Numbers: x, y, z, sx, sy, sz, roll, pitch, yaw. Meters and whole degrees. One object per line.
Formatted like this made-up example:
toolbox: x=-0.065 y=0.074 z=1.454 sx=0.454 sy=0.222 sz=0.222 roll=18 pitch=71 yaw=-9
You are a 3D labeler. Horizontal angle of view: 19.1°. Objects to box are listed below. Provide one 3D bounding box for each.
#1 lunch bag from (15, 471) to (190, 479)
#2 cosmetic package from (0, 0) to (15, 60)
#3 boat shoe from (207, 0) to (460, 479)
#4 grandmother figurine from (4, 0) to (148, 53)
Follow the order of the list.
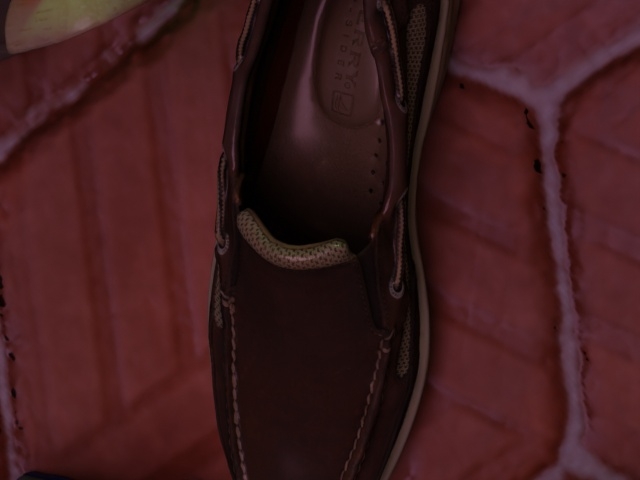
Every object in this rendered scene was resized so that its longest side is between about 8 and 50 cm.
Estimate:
lunch bag: x=-0.085 y=0.157 z=0.773 sx=0.151 sy=0.129 sz=0.096 roll=11 pitch=104 yaw=17
cosmetic package: x=-0.228 y=-0.135 z=0.749 sx=0.151 sy=0.151 sz=0.183 roll=-17 pitch=95 yaw=22
boat shoe: x=-0.008 y=-0.001 z=0.733 sx=0.095 sy=0.095 sz=0.257 roll=8 pitch=103 yaw=17
grandmother figurine: x=-0.138 y=-0.239 z=0.653 sx=0.104 sy=0.208 sz=0.342 roll=0 pitch=117 yaw=59
